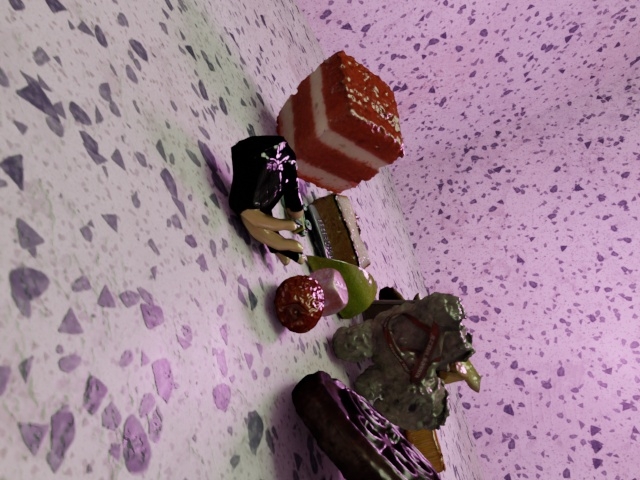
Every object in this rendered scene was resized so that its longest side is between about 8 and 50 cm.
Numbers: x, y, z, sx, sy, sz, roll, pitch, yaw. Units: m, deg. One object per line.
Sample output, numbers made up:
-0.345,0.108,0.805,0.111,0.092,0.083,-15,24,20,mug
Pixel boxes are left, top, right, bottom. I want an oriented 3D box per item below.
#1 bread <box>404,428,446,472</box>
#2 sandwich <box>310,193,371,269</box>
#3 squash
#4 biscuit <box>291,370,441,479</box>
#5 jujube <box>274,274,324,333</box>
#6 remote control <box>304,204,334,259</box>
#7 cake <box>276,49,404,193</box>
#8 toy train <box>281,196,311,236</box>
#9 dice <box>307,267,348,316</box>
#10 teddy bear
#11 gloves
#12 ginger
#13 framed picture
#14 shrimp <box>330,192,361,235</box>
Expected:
0.328,0.650,1.716,0.199,0.104,0.199,-17,90,-84,bread
0.078,-0.021,1.790,0.249,0.095,0.273,-9,79,-74,sandwich
0.074,0.084,1.536,0.252,0.093,0.169,61,43,-29,squash
0.112,0.402,1.023,0.407,0.091,0.407,45,-2,2,biscuit
-0.045,0.132,1.166,0.176,0.109,0.112,-63,167,-80,jujube
0.000,0.000,1.594,0.221,0.042,0.072,71,17,3,remote control
0.052,-0.334,1.595,0.270,0.320,0.269,21,50,-38,cake
-0.065,-0.070,1.456,0.081,0.050,0.122,38,34,-54,toy train
0.013,0.131,1.366,0.091,0.094,0.093,-85,151,-60,dice
0.248,0.345,1.426,0.224,0.358,0.367,-9,79,-85,teddy bear
-0.102,-0.080,1.155,0.197,0.152,0.300,-43,119,-51,gloves
0.350,0.346,1.778,0.413,0.211,0.358,-117,-155,-44,ginger
0.245,0.280,1.614,0.016,0.289,0.213,-16,95,-42,framed picture
0.116,-0.085,2.060,0.117,0.066,0.262,-92,157,-50,shrimp
